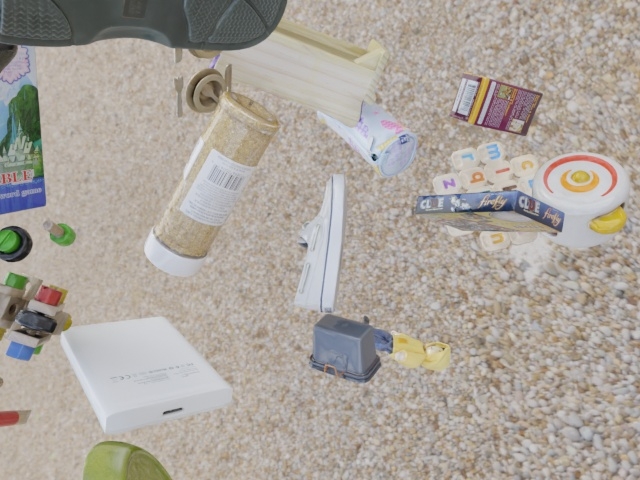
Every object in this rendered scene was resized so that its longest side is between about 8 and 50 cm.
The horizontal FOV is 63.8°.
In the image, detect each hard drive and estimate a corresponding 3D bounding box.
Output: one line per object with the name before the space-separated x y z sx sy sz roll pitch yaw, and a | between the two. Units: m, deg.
hard drive | -0.316 0.219 0.906 0.307 0.202 0.040 24 110 50

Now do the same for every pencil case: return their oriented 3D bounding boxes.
pencil case | 0.102 -0.259 1.195 0.273 0.124 0.114 51 154 36

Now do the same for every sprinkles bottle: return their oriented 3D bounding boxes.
sprinkles bottle | -0.210 -0.099 0.975 0.356 0.121 0.121 -56 48 21

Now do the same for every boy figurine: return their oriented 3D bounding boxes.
boy figurine | 0.250 0.318 1.528 0.284 0.177 0.092 17 102 6

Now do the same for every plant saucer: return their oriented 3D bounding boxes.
plant saucer | -0.202 0.346 0.621 0.037 0.241 0.241 -30 52 -7

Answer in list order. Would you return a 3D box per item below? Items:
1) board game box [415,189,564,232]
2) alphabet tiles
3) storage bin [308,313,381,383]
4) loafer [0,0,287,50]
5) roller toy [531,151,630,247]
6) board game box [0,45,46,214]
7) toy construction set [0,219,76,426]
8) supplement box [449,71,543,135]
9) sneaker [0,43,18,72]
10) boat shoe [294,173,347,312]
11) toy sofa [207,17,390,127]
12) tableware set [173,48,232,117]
board game box | 0.339 -0.056 1.052 0.243 0.165 0.042 3 79 54
alphabet tiles | 0.442 -0.115 1.322 0.277 0.021 0.284 -15 72 0
storage bin | 0.041 0.204 0.990 0.135 0.098 0.091 10 117 31
loafer | -0.141 -0.166 0.288 0.084 0.267 0.096 52 128 26
roller toy | 0.568 -0.093 1.133 0.191 0.146 0.209 7 53 28
board game box | -0.603 -0.174 0.786 0.065 0.318 0.318 30 123 31
toy construction set | -0.521 0.156 0.875 0.257 0.237 0.309 -7 73 -2
supplement box | 0.405 -0.314 1.188 0.081 0.188 0.104 45 126 53
sneaker | -0.462 -0.167 0.664 0.227 0.130 0.087 -39 6 -1
boat shoe | 0.000 0.000 0.971 0.088 0.096 0.268 5 81 7
toy sofa | -0.051 -0.392 1.100 0.150 0.362 0.177 -102 31 -59
tableware set | -0.197 -0.310 0.916 0.039 0.128 0.194 38 139 25
